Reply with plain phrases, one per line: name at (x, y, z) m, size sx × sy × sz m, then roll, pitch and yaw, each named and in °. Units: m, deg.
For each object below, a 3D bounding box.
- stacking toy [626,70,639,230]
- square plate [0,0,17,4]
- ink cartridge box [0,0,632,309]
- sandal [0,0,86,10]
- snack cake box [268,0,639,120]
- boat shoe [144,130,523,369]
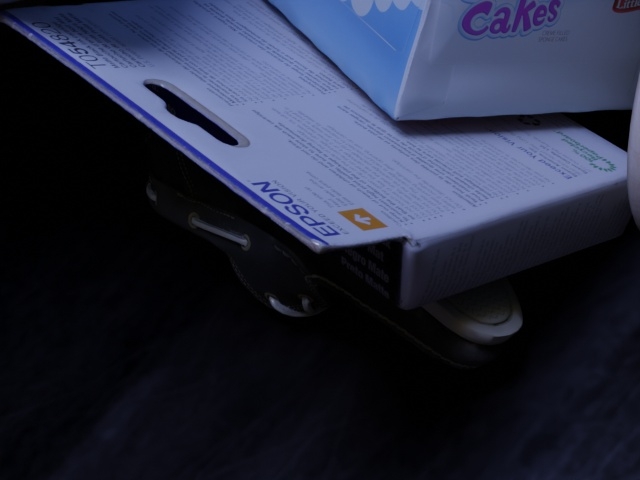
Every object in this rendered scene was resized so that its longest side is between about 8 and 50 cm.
stacking toy at (0.299, -0.032, 0.615) m, size 0.330 × 0.141 × 0.141 m, roll 13°, pitch 59°, yaw 23°
square plate at (-0.177, -0.216, 0.806) m, size 0.347 × 0.049 × 0.344 m, roll -6°, pitch 46°, yaw 30°
ink cartridge box at (-0.001, -0.050, 0.701) m, size 0.224 × 0.045 × 0.223 m, roll -13°, pitch 39°, yaw -44°
sandal at (-0.160, -0.192, 0.930) m, size 0.303 × 0.120 × 0.086 m, roll -31°, pitch 62°, yaw -5°
snack cake box at (0.046, -0.160, 0.774) m, size 0.152 × 0.089 × 0.264 m, roll -4°, pitch 33°, yaw -31°
boat shoe at (0.000, 0.000, 0.744) m, size 0.233 × 0.079 × 0.084 m, roll 35°, pitch 26°, yaw 33°
